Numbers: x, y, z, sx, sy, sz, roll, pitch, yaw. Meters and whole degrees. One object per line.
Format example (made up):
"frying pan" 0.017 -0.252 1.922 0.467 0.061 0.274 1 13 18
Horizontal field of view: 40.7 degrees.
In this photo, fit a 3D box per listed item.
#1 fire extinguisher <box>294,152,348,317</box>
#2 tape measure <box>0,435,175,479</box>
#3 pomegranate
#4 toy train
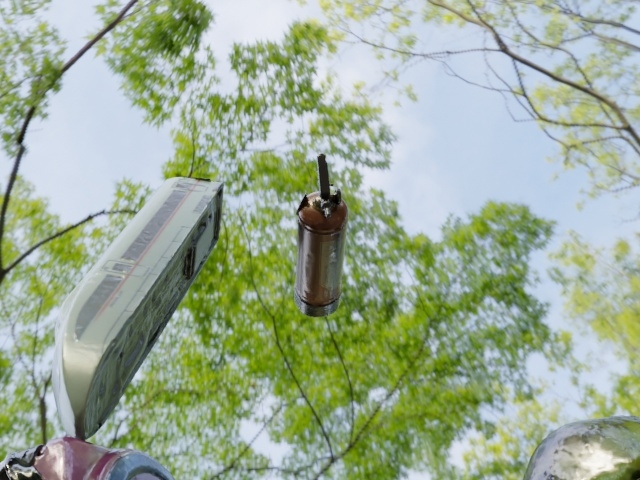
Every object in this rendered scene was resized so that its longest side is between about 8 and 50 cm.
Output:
"fire extinguisher" 0.000 0.000 0.811 0.050 0.062 0.177 -2 -41 -6
"tape measure" -0.191 0.284 0.699 0.149 0.232 0.245 -24 -47 9
"pomegranate" 0.332 0.334 0.959 0.221 0.204 0.277 -28 -63 -24
"toy train" -0.196 0.051 0.886 0.088 0.407 0.087 12 -61 5
